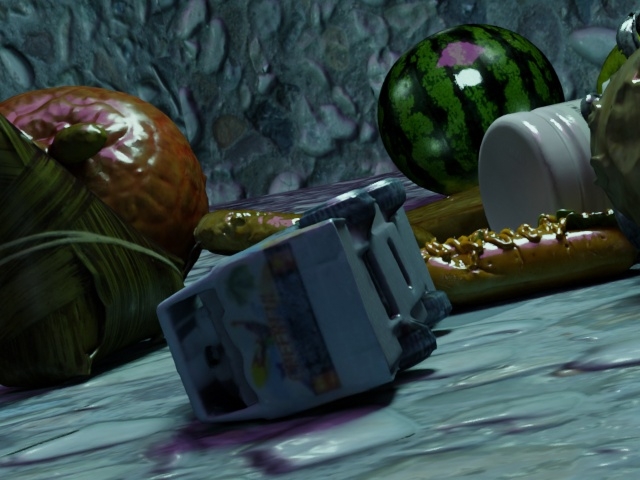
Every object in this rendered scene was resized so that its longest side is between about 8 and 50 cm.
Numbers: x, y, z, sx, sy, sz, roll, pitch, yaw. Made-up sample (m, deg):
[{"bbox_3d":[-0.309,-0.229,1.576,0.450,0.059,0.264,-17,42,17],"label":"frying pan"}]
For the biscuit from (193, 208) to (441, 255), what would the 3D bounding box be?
[{"bbox_3d":[0.000,0.000,1.577,0.225,0.042,0.226,6,-4,0],"label":"biscuit"}]

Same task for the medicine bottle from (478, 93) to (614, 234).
[{"bbox_3d":[0.263,-0.060,1.433,0.249,0.133,0.133,-14,4,-22],"label":"medicine bottle"}]

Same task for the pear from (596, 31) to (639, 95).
[{"bbox_3d":[0.427,-0.170,1.976,0.269,0.212,0.212,-7,1,-32],"label":"pear"}]

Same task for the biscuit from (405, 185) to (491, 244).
[{"bbox_3d":[0.213,-0.045,1.824,0.359,0.046,0.359,-17,4,1],"label":"biscuit"}]

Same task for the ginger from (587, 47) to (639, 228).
[{"bbox_3d":[0.310,-0.063,1.093,0.256,0.176,0.375,4,3,-3],"label":"ginger"}]

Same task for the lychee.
[{"bbox_3d":[-0.232,-0.031,1.623,0.255,0.300,0.255,-5,48,5],"label":"lychee"}]

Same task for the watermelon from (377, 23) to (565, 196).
[{"bbox_3d":[0.212,-0.179,2.496,0.269,0.269,0.269,-12,4,1],"label":"watermelon"}]

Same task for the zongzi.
[{"bbox_3d":[-0.193,-0.021,1.434,0.111,0.241,0.247,-11,4,24],"label":"zongzi"}]

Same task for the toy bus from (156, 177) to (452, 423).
[{"bbox_3d":[-0.001,0.035,1.126,0.136,0.109,0.329,-22,2,9],"label":"toy bus"}]

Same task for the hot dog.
[{"bbox_3d":[0.147,0.012,1.311,0.188,0.055,0.072,-11,5,-1],"label":"hot dog"}]

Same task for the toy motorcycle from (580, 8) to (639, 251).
[{"bbox_3d":[0.272,-0.066,1.317,0.151,0.229,0.074,27,-41,-24],"label":"toy motorcycle"}]
